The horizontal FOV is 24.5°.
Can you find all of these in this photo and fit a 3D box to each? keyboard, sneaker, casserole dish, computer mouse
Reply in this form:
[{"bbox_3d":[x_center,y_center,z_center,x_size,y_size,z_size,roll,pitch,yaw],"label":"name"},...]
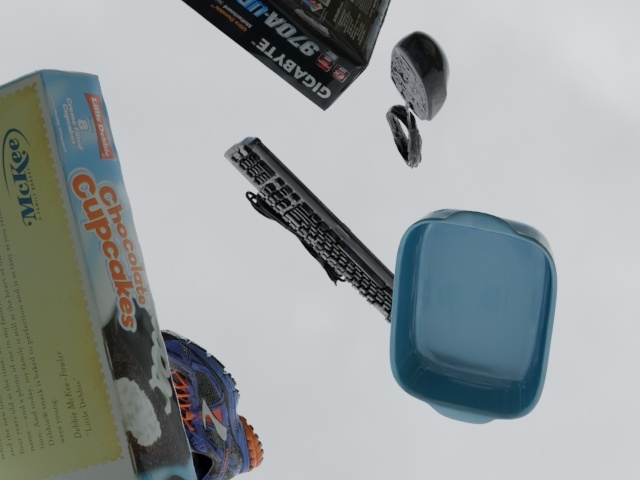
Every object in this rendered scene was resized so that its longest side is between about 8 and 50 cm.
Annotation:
[{"bbox_3d":[0.000,0.000,1.797,0.317,0.201,0.033,46,-103,-7],"label":"keyboard"},{"bbox_3d":[-0.135,0.192,1.631,0.087,0.221,0.083,-39,-147,-25],"label":"sneaker"},{"bbox_3d":[0.109,0.049,1.038,0.114,0.188,0.037,12,-143,14],"label":"casserole dish"},{"bbox_3d":[0.098,-0.135,1.430,0.041,0.242,0.071,-31,-105,-10],"label":"computer mouse"}]

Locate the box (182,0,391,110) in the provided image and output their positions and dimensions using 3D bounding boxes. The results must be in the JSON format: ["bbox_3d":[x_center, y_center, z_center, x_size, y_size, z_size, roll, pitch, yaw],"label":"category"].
[{"bbox_3d":[-0.030,-0.208,1.060,0.175,0.051,0.220,37,-148,-13],"label":"box"}]

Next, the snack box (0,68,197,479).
[{"bbox_3d":[-0.174,0.086,0.823,0.187,0.321,0.060,-18,173,27],"label":"snack box"}]
